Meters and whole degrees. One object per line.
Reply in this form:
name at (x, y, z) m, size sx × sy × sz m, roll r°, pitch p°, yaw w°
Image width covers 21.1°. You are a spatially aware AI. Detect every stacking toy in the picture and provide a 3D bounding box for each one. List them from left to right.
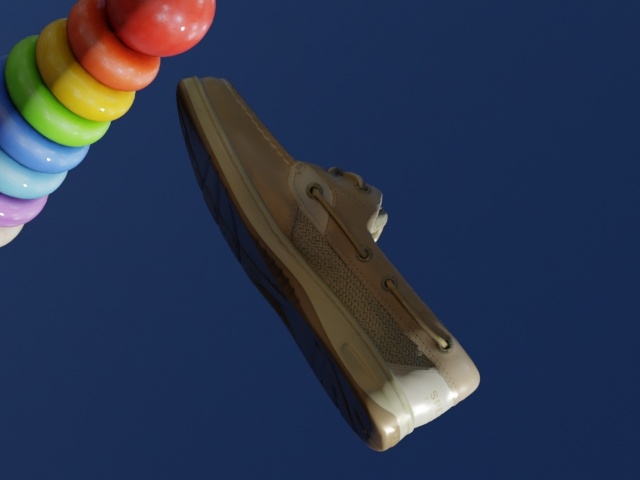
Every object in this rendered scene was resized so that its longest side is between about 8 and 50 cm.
stacking toy at (-0.212, -0.129, 1.456) m, size 0.330 × 0.141 × 0.141 m, roll -35°, pitch -140°, yaw 28°

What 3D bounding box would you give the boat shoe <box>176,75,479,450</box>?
boat shoe at (0.000, 0.000, 1.218) m, size 0.098 × 0.109 × 0.302 m, roll -30°, pitch -106°, yaw -13°
